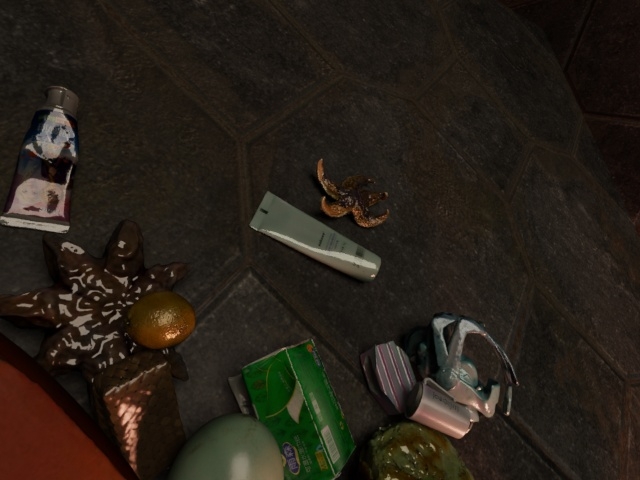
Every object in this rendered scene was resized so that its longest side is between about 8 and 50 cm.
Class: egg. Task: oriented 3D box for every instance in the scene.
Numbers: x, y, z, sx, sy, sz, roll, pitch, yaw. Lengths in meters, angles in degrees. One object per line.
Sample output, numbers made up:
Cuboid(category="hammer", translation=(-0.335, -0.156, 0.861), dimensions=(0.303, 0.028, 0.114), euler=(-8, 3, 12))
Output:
Cuboid(category="egg", translation=(-0.137, 0.360, 0.596), dimensions=(0.168, 0.168, 0.230), euler=(10, 96, -29))

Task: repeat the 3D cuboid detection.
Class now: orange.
Cuboid(category="orange", translation=(-0.229, 0.114, 0.600), dimensions=(0.095, 0.085, 0.085), euler=(0, 67, -41))

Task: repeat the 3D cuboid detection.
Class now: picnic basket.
Cuboid(category="picnic basket", translation=(-0.251, 0.257, 0.600), dimensions=(0.110, 0.055, 0.193), euler=(-22, 119, -40))

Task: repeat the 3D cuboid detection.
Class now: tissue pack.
Cuboid(category="tissue pack", translation=(-0.057, 0.300, 0.727), dimensions=(0.208, 0.156, 0.148), euler=(66, 15, 13))

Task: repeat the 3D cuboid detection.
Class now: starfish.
Cuboid(category="starfish", translation=(0.071, -0.114, 1.066), dimensions=(0.216, 0.071, 0.238), euler=(50, 40, 5))

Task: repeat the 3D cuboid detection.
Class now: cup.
Cuboid(category="cup", translation=(0.235, 0.332, 0.849), dimensions=(0.116, 0.074, 0.104), euler=(26, 33, 0))

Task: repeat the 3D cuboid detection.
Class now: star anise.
Cuboid(category="star anise", translation=(-0.321, 0.116, 0.657), dimensions=(0.316, 0.108, 0.315), euler=(14, 60, -27))

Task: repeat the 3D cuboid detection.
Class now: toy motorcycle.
Cuboid(category="toy motorcycle", translation=(0.316, 0.289, 0.945), dimensions=(0.260, 0.206, 0.154), euler=(65, 12, 11))

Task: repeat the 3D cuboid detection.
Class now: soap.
Cuboid(category="soap", translation=(0.150, 0.295, 0.907), dimensions=(0.100, 0.056, 0.149), euler=(-7, 71, -36))

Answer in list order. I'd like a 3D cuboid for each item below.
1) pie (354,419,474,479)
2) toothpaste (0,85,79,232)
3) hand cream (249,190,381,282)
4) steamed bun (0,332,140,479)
Cuboid(category="pie", translation=(0.190, 0.543, 0.724), dimensions=(0.395, 0.180, 0.418), euler=(56, 38, 4))
Cuboid(category="toothpaste", translation=(-0.474, -0.144, 0.734), dimensions=(0.096, 0.061, 0.265), euler=(10, 68, -30))
Cuboid(category="hand cream", translation=(0.000, 0.000, 0.967), dimensions=(0.321, 0.067, 0.109), euler=(29, 55, -12))
Cuboid(category="steamed bun", translation=(-0.360, 0.279, 0.451), dimensions=(0.235, 0.248, 0.379), euler=(-44, 118, -39))
